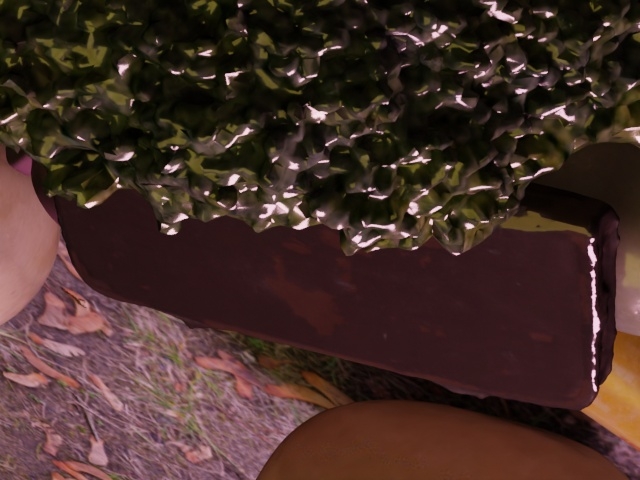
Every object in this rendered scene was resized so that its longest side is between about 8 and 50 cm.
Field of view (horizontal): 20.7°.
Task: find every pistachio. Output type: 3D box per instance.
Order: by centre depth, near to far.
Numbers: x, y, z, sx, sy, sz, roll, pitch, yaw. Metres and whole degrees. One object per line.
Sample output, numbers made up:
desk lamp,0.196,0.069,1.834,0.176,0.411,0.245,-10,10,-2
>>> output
pistachio,0.086,0.205,1.204,0.299,0.187,0.187,4,140,31

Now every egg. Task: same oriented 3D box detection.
egg,0.167,-0.009,0.898,0.152,0.114,0.114,26,148,7

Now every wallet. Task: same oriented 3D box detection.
wallet,0.000,0.000,0.896,0.310,0.042,0.165,13,144,20

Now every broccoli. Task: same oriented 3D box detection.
broccoli,0.005,-0.153,0.760,0.375,0.302,0.249,-1,120,2

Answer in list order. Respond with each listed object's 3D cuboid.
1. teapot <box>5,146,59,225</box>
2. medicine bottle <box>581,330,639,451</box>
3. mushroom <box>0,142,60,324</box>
teapot,-0.108,-0.063,1.053,0.146,0.116,0.148,29,-167,-21
medicine bottle,0.098,0.010,0.992,0.426,0.108,0.108,34,149,-4
mushroom,-0.308,-0.027,1.227,0.246,0.202,0.246,-11,168,-2
